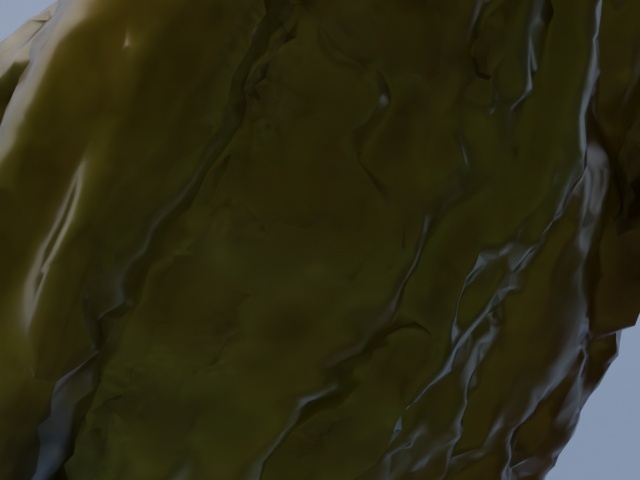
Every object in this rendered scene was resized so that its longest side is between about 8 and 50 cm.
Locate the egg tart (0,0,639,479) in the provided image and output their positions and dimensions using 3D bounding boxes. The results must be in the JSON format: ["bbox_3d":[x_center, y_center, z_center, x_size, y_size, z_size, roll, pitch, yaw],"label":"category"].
[{"bbox_3d":[0.000,0.000,0.465,0.153,0.339,0.351,29,-113,1],"label":"egg tart"}]
